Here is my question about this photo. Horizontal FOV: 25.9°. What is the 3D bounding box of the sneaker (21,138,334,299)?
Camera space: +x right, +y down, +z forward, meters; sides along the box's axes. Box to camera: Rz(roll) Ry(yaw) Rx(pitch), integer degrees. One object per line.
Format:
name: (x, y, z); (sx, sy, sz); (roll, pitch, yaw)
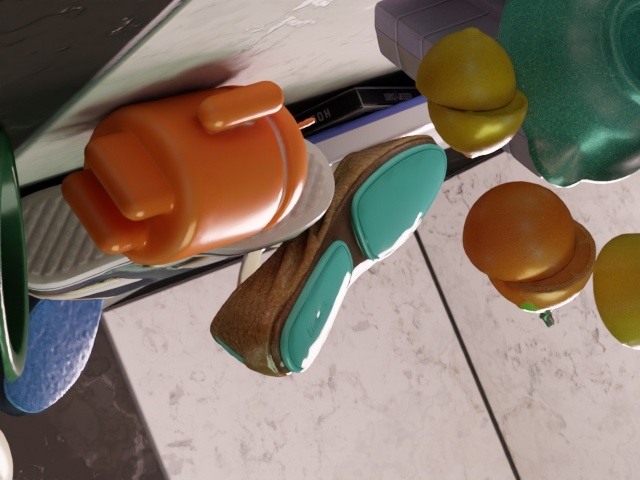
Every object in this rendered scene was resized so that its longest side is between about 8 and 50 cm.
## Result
sneaker: (-0.151, -0.025, 1.330); (0.321, 0.126, 0.127); (-12, 171, -14)

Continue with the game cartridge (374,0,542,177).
game cartridge: (0.241, -0.171, 0.993); (0.355, 0.068, 0.230); (-22, -139, -17)

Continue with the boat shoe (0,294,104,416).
boat shoe: (-0.276, 0.074, 1.406); (0.089, 0.109, 0.258); (-10, -142, 28)

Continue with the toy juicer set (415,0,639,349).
toy juicer set: (0.130, -0.105, 0.790); (0.209, 0.329, 0.089); (4, 168, -33)

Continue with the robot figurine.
robot figurine: (-0.099, -0.054, 1.104); (0.128, 0.158, 0.219); (17, -156, 36)

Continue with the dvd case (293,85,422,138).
dvd case: (0.009, -0.128, 1.577); (0.179, 0.030, 0.238); (-23, 176, 22)

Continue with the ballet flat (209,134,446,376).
ballet flat: (0.000, 0.000, 1.397); (0.124, 0.116, 0.342); (12, -131, 32)

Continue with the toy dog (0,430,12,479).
toy dog: (-0.444, 0.255, 1.402); (0.284, 0.408, 0.395); (-21, 177, -16)

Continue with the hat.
hat: (-0.301, 0.019, 0.957); (0.183, 0.173, 0.208); (-2, 148, -6)

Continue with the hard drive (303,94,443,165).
hard drive: (0.036, -0.102, 1.552); (0.318, 0.040, 0.210); (-21, 177, -13)
